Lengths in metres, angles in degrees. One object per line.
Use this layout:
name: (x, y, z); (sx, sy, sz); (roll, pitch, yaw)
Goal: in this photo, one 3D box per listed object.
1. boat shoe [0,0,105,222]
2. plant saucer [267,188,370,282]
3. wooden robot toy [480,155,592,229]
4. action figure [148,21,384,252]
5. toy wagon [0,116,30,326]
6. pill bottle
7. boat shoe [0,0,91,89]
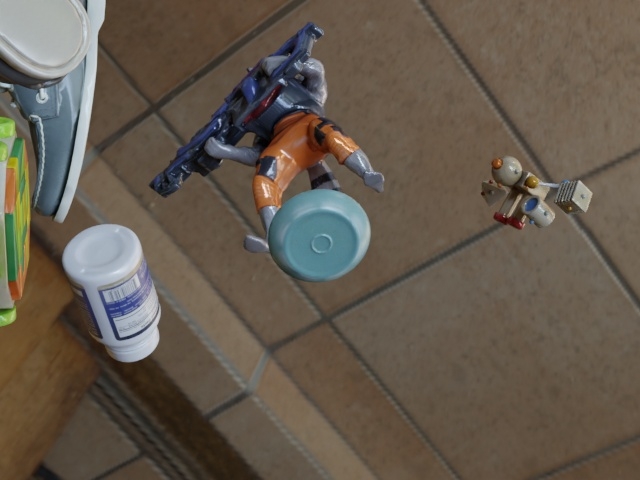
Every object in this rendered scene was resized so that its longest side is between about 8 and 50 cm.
boat shoe: (-0.275, -0.175, 1.117); (0.099, 0.116, 0.319); (6, 109, -15)
plant saucer: (0.000, 0.000, 1.266); (0.119, 0.021, 0.119); (-4, 117, -7)
wooden robot toy: (0.228, -0.062, 1.303); (0.079, 0.173, 0.076); (38, 81, -32)
action figure: (-0.069, -0.116, 1.567); (0.341, 0.330, 0.178); (-38, 134, 22)
toy wagon: (-0.457, -0.015, 1.574); (0.068, 0.344, 0.267); (-1, 112, -10)
pill bottle: (-0.247, 0.069, 1.352); (0.094, 0.094, 0.169); (4, 136, 12)
boat shoe: (-0.317, -0.234, 0.818); (0.095, 0.112, 0.335); (-8, 133, 49)
